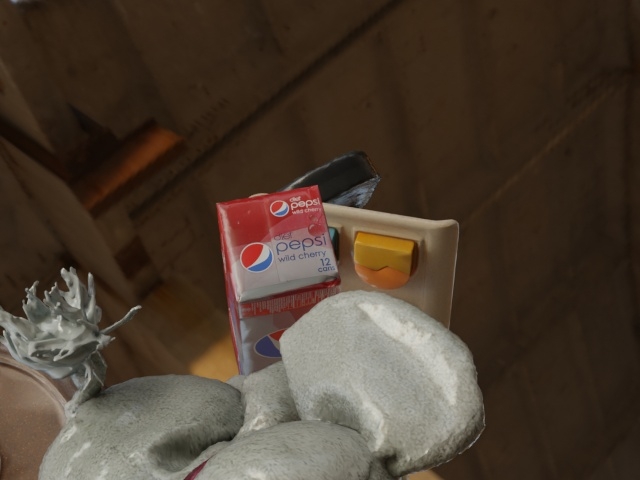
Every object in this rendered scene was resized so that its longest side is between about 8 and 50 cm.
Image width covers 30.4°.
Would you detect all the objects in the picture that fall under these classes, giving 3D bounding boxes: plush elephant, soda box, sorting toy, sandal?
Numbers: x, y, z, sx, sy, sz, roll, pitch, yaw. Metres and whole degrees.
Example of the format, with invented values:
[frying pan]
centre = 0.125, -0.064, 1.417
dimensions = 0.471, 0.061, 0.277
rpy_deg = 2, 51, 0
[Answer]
[plush elephant]
centre = -0.030, 0.167, 0.650
dimensions = 0.272, 0.255, 0.330
rpy_deg = -44, -55, -21
[soda box]
centre = -0.034, 0.061, 1.001
dimensions = 0.083, 0.092, 0.263
rpy_deg = -10, -27, -7
[sorting toy]
centre = 0.026, 0.045, 1.160
dimensions = 0.038, 0.208, 0.193
rpy_deg = -77, -10, -46
[sandal]
centre = -0.002, 0.001, 1.453
dimensions = 0.167, 0.107, 0.446
rpy_deg = -29, -6, -5

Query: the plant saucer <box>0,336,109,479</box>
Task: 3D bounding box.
[plant saucer]
centre = -0.320, 0.212, 1.038
dimensions = 0.310, 0.310, 0.050
rpy_deg = -40, -27, -21
